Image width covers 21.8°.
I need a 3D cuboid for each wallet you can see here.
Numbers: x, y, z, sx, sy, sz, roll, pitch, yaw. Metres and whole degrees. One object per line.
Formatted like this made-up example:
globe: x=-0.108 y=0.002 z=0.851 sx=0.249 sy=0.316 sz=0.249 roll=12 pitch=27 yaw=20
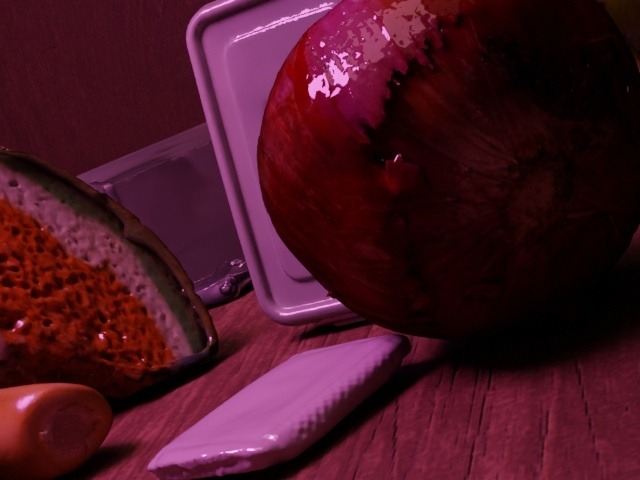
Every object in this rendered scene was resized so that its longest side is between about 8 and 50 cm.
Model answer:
wallet: x=-0.023 y=0.115 z=1.126 sx=0.124 sy=0.032 sz=0.183 roll=-13 pitch=15 yaw=40

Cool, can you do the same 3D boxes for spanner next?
spanner: x=0.000 y=0.000 z=1.702 sx=0.325 sy=0.026 sz=0.093 roll=-23 pitch=11 yaw=-14

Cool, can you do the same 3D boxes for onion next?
onion: x=0.091 y=-0.064 z=1.131 sx=0.276 sy=0.276 sz=0.276 roll=-21 pitch=10 yaw=4

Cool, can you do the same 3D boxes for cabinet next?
cabinet: x=-0.148 y=-0.033 z=1.821 sx=0.206 sy=0.150 sz=0.145 roll=-26 pitch=15 yaw=-25

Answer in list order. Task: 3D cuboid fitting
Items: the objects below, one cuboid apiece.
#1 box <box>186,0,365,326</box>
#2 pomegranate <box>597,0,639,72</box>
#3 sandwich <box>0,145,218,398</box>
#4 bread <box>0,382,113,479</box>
box: x=0.032 y=-0.087 z=1.390 sx=0.193 sy=0.294 sz=0.167 roll=-15 pitch=1 yaw=32
pomegranate: x=0.300 y=-0.192 z=1.664 sx=0.159 sy=0.190 sz=0.241 roll=3 pitch=3 yaw=-15
sandwich: x=-0.229 y=0.052 z=1.397 sx=0.109 sy=0.292 sz=0.212 roll=-38 pitch=32 yaw=56
bread: x=-0.262 y=0.154 z=1.280 sx=0.239 sy=0.074 sz=0.092 roll=-12 pitch=-21 yaw=42
